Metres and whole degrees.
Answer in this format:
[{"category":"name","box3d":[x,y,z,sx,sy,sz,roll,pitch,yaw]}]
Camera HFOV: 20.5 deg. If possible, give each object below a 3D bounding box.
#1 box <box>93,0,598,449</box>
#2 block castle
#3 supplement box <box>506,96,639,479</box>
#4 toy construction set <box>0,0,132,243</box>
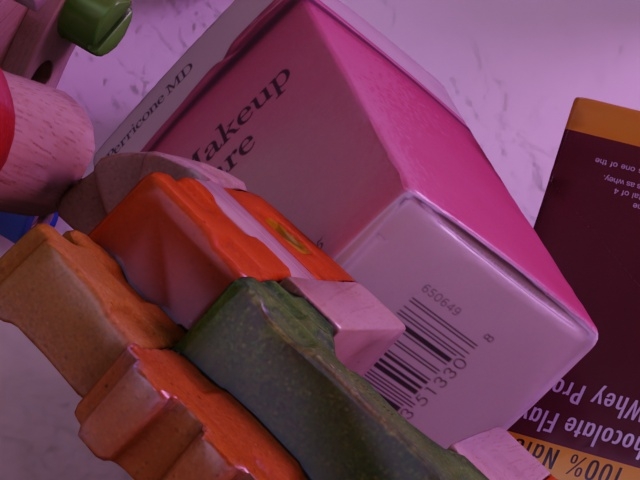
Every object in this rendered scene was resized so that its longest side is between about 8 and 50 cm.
[{"category":"box","box3d":[0.000,0.000,0.807,0.148,0.127,0.232,-46,32,14]},{"category":"block castle","box3d":[-0.072,0.157,0.578,0.453,0.213,0.303,43,97,12]},{"category":"supplement box","box3d":[0.182,0.065,0.833,0.191,0.129,0.194,15,66,13]},{"category":"toy construction set","box3d":[-0.162,-0.181,0.928,0.257,0.237,0.309,-31,64,-10]}]
